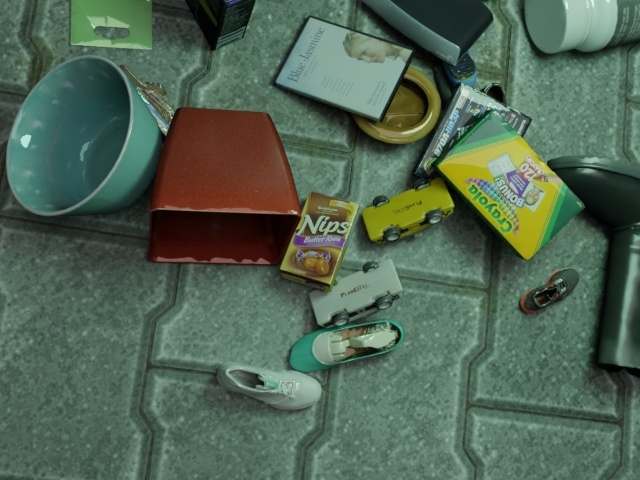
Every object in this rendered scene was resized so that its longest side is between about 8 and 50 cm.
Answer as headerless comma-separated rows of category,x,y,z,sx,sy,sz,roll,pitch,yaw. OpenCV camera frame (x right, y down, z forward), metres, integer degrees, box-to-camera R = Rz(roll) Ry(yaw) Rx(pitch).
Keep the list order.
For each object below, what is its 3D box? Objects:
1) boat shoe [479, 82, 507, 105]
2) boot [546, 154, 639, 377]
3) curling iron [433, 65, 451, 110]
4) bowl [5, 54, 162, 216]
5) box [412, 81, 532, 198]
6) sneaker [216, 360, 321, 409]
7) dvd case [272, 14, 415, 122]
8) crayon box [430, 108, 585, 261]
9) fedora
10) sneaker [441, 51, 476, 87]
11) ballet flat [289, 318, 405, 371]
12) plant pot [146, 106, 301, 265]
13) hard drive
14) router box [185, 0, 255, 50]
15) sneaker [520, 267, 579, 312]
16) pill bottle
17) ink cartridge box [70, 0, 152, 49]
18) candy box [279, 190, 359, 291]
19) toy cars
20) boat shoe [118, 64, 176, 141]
boat shoe,0.373,-0.230,1.870,0.084,0.079,0.232,5,81,-14
boot,0.641,0.062,1.851,0.367,0.146,0.444,12,82,-12
curling iron,0.283,-0.255,1.874,0.068,0.035,0.273,-6,82,-13
bowl,-0.419,-0.171,1.597,0.312,0.163,0.311,-10,69,28
box,0.322,-0.200,1.810,0.175,0.051,0.220,25,94,-5
sneaker,-0.096,0.285,1.666,0.212,0.094,0.080,12,77,-11
dvd case,0.050,-0.366,1.799,0.253,0.022,0.180,22,75,16
crayon box,0.383,-0.114,1.754,0.165,0.081,0.278,-45,97,3
fedora,0.158,-0.285,1.828,0.195,0.079,0.194,1,79,-4
sneaker,0.295,-0.419,1.898,0.069,0.082,0.209,-13,65,0
ballet flat,0.058,0.206,1.717,0.248,0.087,0.083,-12,84,-14
plant pot,-0.193,-0.109,1.640,0.268,0.267,0.235,2,68,-12
hard drive,0.238,-0.512,1.853,0.255,0.054,0.172,38,72,8
router box,-0.243,-0.569,1.703,0.081,0.243,0.308,-28,88,-15
sneaker,0.511,0.109,1.847,0.158,0.065,0.061,-32,88,-18
pill bottle,0.662,-0.541,1.921,0.361,0.204,0.204,-16,84,-15
ink cartridge box,-0.429,-0.518,1.751,0.171,0.056,0.234,1,78,-13
candy box,0.000,0.000,1.732,0.109,0.053,0.186,16,68,11
toy cars,0.134,0.034,1.760,0.177,0.087,0.393,24,73,32
boat shoe,-0.346,-0.287,1.728,0.066,0.066,0.183,-41,101,-21
